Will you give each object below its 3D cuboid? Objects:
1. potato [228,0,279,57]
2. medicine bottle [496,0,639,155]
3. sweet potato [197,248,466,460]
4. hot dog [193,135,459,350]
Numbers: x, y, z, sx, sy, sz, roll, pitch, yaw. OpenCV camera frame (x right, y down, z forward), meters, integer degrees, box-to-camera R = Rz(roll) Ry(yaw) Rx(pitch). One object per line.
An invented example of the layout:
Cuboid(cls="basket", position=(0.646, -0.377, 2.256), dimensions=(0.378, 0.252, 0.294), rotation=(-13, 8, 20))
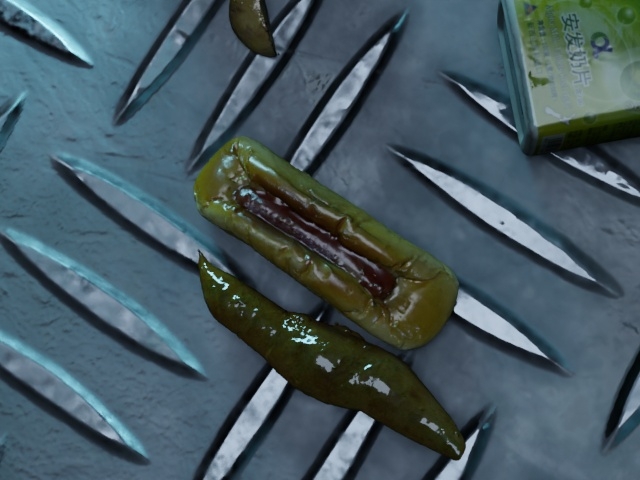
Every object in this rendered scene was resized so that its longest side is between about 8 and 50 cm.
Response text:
Cuboid(cls="potato", position=(-0.066, -0.205, 0.893), dimensions=(0.036, 0.037, 0.093), rotation=(-14, 81, 9))
Cuboid(cls="medicine bottle", position=(0.246, -0.150, 0.820), dimensions=(0.188, 0.088, 0.132), rotation=(-10, 80, 6))
Cuboid(cls="sweet potato", position=(0.000, 0.094, 0.828), dimensions=(0.274, 0.067, 0.067), rotation=(32, 87, 12))
Cuboid(cls="hot dog", position=(0.000, 0.000, 0.837), dimensions=(0.242, 0.073, 0.084), rotation=(35, 92, 11))
